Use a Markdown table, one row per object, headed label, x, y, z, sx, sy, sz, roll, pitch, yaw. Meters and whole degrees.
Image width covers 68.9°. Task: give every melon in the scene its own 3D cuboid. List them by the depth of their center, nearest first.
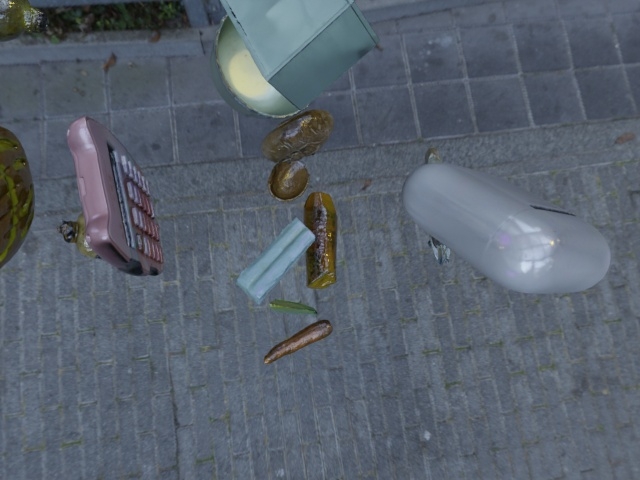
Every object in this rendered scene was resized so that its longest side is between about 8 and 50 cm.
| label | x | y | z | sx | sy | sz | roll | pitch | yaw |
| --- | --- | --- | --- | --- | --- | --- | --- | --- | --- |
| melon | -0.104 | 0.257 | 1.791 | 0.261 | 0.114 | 0.053 | 2 | 73 | 40 |

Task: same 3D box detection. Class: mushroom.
| label | x | y | z | sx | sy | sz | roll | pitch | yaw |
| --- | --- | --- | --- | --- | --- | --- | --- | --- | --- |
| mushroom | -0.077 | -0.380 | 1.624 | 0.285 | 0.151 | 0.156 | -30 | 81 | -5 |

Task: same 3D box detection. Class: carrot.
| label | x | y | z | sx | sy | sz | roll | pitch | yaw |
| --- | --- | --- | --- | --- | --- | --- | --- | --- | --- |
| carrot | -0.071 | 0.314 | 1.451 | 0.247 | 0.059 | 0.059 | -25 | 80 | -14 |
| carrot | 0.000 | 0.000 | 1.491 | 0.113 | 0.114 | 0.302 | -1 | 80 | -4 |

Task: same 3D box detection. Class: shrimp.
| label | x | y | z | sx | sy | sz | roll | pitch | yaw |
| --- | --- | --- | --- | --- | --- | --- | --- | --- | --- |
| shrimp | 0.332 | -0.085 | 1.331 | 0.085 | 0.247 | 0.361 | -4 | 111 | 15 |

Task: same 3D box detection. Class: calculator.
| label | x | y | z | sx | sy | sz | roll | pitch | yaw |
| --- | --- | --- | --- | --- | --- | --- | --- | --- | --- |
| calculator | -0.306 | -0.048 | 0.735 | 0.048 | 0.330 | 0.220 | -15 | 82 | -6 |

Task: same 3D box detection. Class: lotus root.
| label | x | y | z | sx | sy | sz | roll | pitch | yaw |
| --- | --- | --- | --- | --- | --- | --- | --- | --- | --- |
| lotus root | -0.884 | -0.606 | 1.226 | 0.308 | 0.173 | 0.173 | 2 | 77 | -1 |
| lotus root | -0.625 | -0.019 | 1.381 | 0.256 | 0.140 | 0.155 | 3 | 77 | -15 |

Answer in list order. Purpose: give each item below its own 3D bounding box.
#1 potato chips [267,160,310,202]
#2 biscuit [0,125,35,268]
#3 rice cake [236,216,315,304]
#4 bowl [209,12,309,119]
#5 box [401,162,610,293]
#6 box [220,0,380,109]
| label | x | y | z | sx | sy | sz | roll | pitch | yaw |
| --- | --- | --- | --- | --- | --- | --- | --- | --- | --- |
| potato chips | -0.125 | -0.230 | 1.795 | 0.150 | 0.049 | 0.202 | 31 | 66 | -17 |
| biscuit | -0.771 | -0.056 | 1.033 | 0.070 | 0.394 | 0.351 | 23 | 49 | 2 |
| rice cake | -0.106 | 0.047 | 1.149 | 0.085 | 0.040 | 0.226 | 37 | 75 | 21 |
| bowl | -0.114 | -0.319 | 0.870 | 0.211 | 0.112 | 0.212 | 0 | 89 | -32 |
| box | 0.337 | -0.030 | 0.879 | 0.288 | 0.349 | 0.141 | 6 | 116 | -37 |
| box | -0.040 | -0.298 | 0.596 | 0.129 | 0.086 | 0.225 | -36 | 63 | 17 |
